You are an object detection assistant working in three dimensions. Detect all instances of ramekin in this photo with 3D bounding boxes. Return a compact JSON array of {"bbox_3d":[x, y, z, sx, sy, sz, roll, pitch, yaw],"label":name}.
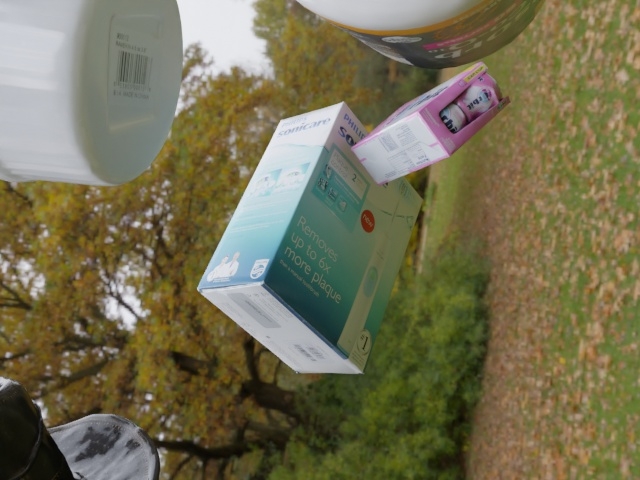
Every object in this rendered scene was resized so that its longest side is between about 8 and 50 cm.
[{"bbox_3d":[-0.253,-0.188,0.796,0.277,0.135,0.277,11,-90,-79],"label":"ramekin"}]

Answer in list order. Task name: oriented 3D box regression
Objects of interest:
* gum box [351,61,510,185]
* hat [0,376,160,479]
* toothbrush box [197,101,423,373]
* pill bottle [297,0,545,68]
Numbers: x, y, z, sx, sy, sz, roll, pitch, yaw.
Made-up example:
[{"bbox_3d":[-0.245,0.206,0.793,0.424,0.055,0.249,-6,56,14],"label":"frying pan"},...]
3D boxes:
[{"bbox_3d":[0.127,-0.135,0.888,0.107,0.062,0.188,-41,9,-20],"label":"gum box"},{"bbox_3d":[-0.292,0.178,0.526,0.331,0.332,0.133,-67,-40,-68],"label":"hat"},{"bbox_3d":[0.000,0.000,1.008,0.216,0.126,0.295,47,-129,-34],"label":"toothbrush box"},{"bbox_3d":[0.066,-0.191,0.452,0.278,0.162,0.162,-24,-58,-72],"label":"pill bottle"}]
